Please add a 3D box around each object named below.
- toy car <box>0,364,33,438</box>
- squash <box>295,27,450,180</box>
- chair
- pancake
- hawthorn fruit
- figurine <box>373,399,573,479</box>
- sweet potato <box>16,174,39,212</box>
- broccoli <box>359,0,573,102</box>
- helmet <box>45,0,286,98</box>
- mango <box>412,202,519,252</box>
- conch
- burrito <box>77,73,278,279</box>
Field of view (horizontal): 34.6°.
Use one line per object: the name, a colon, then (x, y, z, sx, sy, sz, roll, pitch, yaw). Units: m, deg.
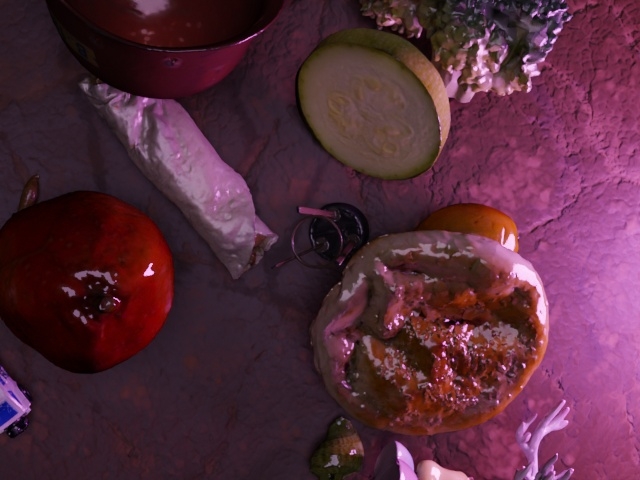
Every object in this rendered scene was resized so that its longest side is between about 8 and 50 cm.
toy car: (-0.510, 0.227, 1.572, 0.080, 0.070, 0.171, -37, 94, -5)
squash: (0.077, -0.203, 1.562, 0.252, 0.252, 0.049, 40, 52, -6)
chair: (0.001, -0.001, 1.575, 0.095, 0.221, 0.104, -34, 86, 21)
pancake: (0.175, 0.151, 1.581, 0.386, 0.082, 0.387, -4, 116, -8)
hawthorn fruit: (-0.328, 0.062, 1.473, 0.265, 0.307, 0.265, -3, 96, -26)
figurine: (0.251, 0.391, 1.586, 0.315, 0.206, 0.284, 13, 116, -12)
sweet potato: (-0.461, -0.049, 1.595, 0.026, 0.026, 0.115, 22, 87, -7)
broccoli: (0.242, -0.346, 1.566, 0.293, 0.281, 0.348, -16, 56, -26)
helmet: (-0.237, -0.327, 1.494, 0.337, 0.230, 0.385, -31, 66, -31)
mango: (0.194, 0.028, 1.632, 0.253, 0.113, 0.138, -31, 99, 2)
conch: (0.030, 0.347, 1.650, 0.089, 0.074, 0.121, 30, 68, -38)
burrito: (-0.214, -0.118, 1.600, 0.117, 0.076, 0.392, -41, 97, -11)
